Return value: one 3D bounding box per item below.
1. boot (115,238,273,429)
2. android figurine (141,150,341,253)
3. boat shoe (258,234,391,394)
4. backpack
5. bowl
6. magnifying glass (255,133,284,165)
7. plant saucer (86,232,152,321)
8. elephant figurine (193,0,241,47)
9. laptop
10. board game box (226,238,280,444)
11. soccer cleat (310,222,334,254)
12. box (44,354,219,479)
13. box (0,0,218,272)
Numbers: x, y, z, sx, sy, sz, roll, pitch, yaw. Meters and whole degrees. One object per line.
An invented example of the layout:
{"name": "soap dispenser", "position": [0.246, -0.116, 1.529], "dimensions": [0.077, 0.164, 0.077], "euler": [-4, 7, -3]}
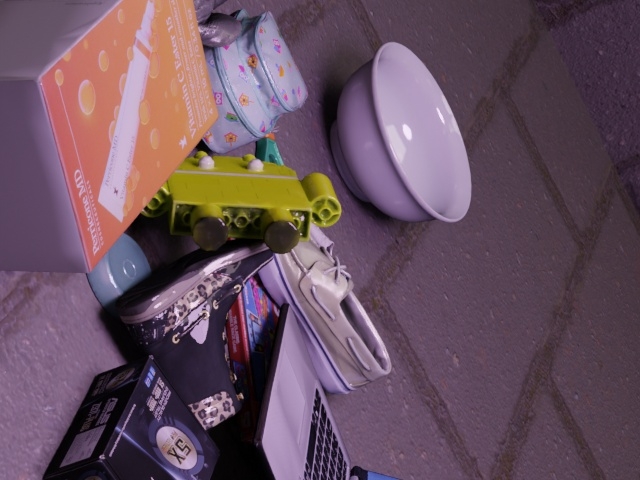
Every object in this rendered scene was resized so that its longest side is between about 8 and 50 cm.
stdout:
{"name": "boot", "position": [-0.125, 0.107, 1.950], "dimensions": [0.236, 0.085, 0.179], "euler": [-30, 108, -45]}
{"name": "android figurine", "position": [-0.104, -0.054, 2.027], "dimensions": [0.273, 0.248, 0.056], "euler": [-108, -157, -68]}
{"name": "boat shoe", "position": [-0.001, 0.063, 2.202], "dimensions": [0.302, 0.094, 0.109], "euler": [62, 23, -21]}
{"name": "backpack", "position": [-0.109, -0.209, 2.216], "dimensions": [0.166, 0.144, 0.188], "euler": [66, 28, -18]}
{"name": "bowl", "position": [0.106, -0.148, 2.596], "dimensions": [0.298, 0.134, 0.298], "euler": [44, 35, -43]}
{"name": "magnifying glass", "position": [-0.072, -0.118, 2.351], "dimensions": [0.092, 0.026, 0.231], "euler": [24, 49, -56]}
{"name": "plant saucer", "position": [-0.227, 0.036, 1.930], "dimensions": [0.119, 0.021, 0.119], "euler": [43, 35, -41]}
{"name": "elephant figurine", "position": [-0.174, -0.309, 2.116], "dimensions": [0.169, 0.186, 0.239], "euler": [34, 29, -24]}
{"name": "laptop", "position": [0.108, 0.297, 2.029], "dimensions": [0.382, 0.236, 0.408], "euler": [-81, 153, -68]}
{"name": "board game box", "position": [-0.070, 0.137, 2.154], "dimensions": [0.145, 0.027, 0.281], "euler": [31, 44, -54]}
{"name": "soccer cleat", "position": [0.000, 0.000, 2.386], "dimensions": [0.029, 0.035, 0.083], "euler": [-6, 76, -64]}
{"name": "box", "position": [-0.195, 0.237, 1.772], "dimensions": [0.147, 0.077, 0.180], "euler": [58, 27, -22]}
{"name": "box", "position": [-0.260, -0.145, 1.731], "dimensions": [0.345, 0.168, 0.215], "euler": [-58, 144, -53]}
